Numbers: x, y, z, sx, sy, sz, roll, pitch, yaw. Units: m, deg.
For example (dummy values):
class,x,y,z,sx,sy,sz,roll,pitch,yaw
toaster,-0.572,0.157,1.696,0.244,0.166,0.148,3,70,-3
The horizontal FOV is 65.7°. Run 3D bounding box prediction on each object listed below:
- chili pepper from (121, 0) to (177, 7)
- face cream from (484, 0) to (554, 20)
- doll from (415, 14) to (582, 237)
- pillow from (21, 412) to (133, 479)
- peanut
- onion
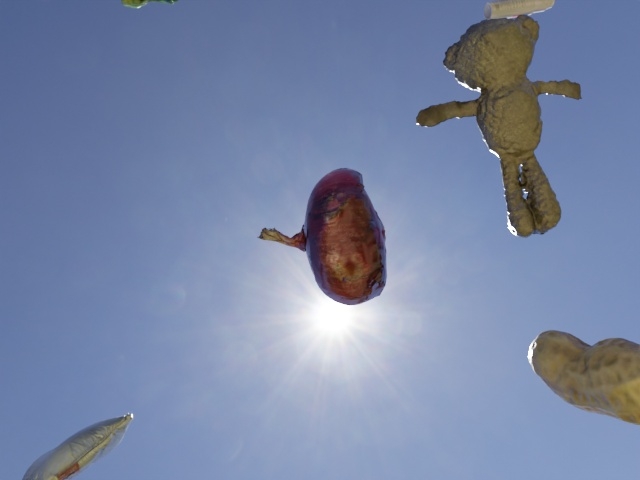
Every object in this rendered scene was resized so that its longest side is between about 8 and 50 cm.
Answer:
class,x,y,z,sx,sy,sz,roll,pitch,yaw
chili pepper,-0.217,-0.317,0.639,0.091,0.034,0.030,4,-73,13
face cream,0.374,-0.438,0.928,0.130,0.034,0.034,-12,-61,-5
doll,0.264,-0.162,0.669,0.203,0.286,0.091,-40,-16,15
pillow,-0.338,0.294,0.674,0.051,0.128,0.229,55,-44,2
peanut,0.519,0.249,0.926,0.147,0.305,0.147,2,-95,-25
onion,0.000,0.000,0.535,0.140,0.150,0.150,-6,-62,4
